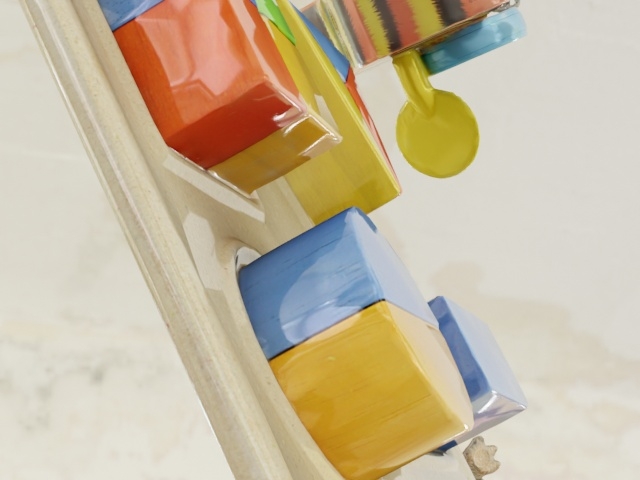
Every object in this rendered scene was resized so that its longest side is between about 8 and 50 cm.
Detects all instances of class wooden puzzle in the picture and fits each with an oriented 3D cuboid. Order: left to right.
[{"bbox_3d":[0.000,0.000,0.647,0.080,0.347,0.322,-25,-17,11],"label":"wooden puzzle"}]

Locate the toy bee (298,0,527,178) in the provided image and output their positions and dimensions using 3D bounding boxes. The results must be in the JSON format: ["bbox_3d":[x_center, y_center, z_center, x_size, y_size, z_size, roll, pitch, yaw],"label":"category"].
[{"bbox_3d":[0.042,-0.125,0.947,0.162,0.195,0.298,-24,-17,11],"label":"toy bee"}]

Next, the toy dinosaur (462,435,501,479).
[{"bbox_3d":[-0.011,0.183,0.999,0.127,0.295,0.200,29,-10,-15],"label":"toy dinosaur"}]
